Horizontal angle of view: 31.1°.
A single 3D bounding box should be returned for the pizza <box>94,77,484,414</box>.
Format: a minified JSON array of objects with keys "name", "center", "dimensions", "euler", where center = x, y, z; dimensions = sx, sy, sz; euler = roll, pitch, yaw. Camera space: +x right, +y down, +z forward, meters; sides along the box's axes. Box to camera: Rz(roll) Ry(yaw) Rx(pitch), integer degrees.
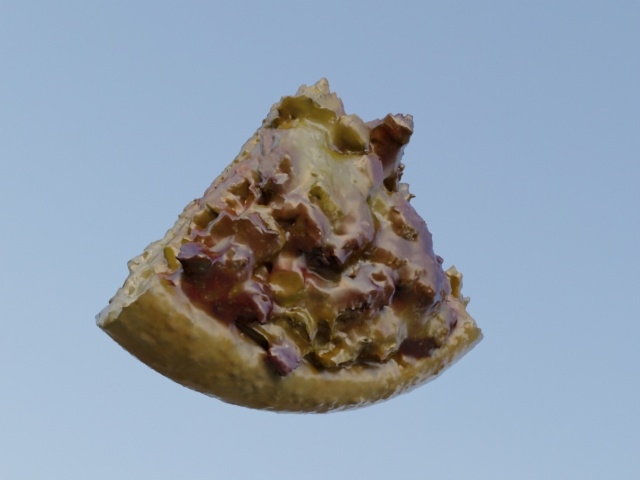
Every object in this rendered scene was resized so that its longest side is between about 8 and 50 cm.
[{"name":"pizza","center":[0.000,0.000,0.761],"dimensions":[0.289,0.228,0.081],"euler":[8,-11,-29]}]
